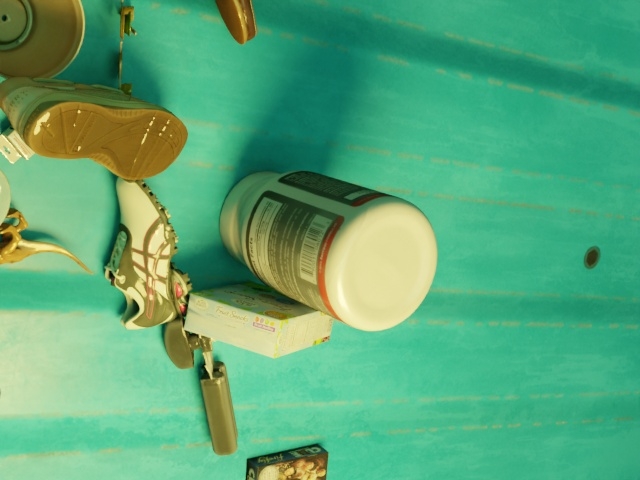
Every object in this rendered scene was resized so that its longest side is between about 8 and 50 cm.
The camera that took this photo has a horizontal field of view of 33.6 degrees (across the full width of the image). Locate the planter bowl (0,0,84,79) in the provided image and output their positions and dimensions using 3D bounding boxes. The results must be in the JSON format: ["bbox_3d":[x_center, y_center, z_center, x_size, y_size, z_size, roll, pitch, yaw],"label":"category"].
[{"bbox_3d":[-0.425,-0.307,1.476,0.162,0.109,0.162,-13,113,-34],"label":"planter bowl"}]

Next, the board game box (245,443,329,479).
[{"bbox_3d":[-0.070,0.523,2.033,0.165,0.042,0.243,-5,107,-36],"label":"board game box"}]

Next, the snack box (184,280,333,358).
[{"bbox_3d":[-0.097,0.128,1.765,0.207,0.174,0.070,-11,113,-64],"label":"snack box"}]

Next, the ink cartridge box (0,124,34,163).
[{"bbox_3d":[-0.434,-0.154,1.567,0.083,0.028,0.048,-46,125,-16],"label":"ink cartridge box"}]

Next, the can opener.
[{"bbox_3d":[-0.201,0.245,1.848,0.093,0.074,0.281,-11,113,3],"label":"can opener"}]

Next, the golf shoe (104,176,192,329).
[{"bbox_3d":[-0.287,0.020,1.686,0.120,0.105,0.273,-24,116,-21],"label":"golf shoe"}]

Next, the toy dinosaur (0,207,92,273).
[{"bbox_3d":[-0.455,0.011,1.593,0.211,0.064,0.112,-12,129,-24],"label":"toy dinosaur"}]

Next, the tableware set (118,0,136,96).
[{"bbox_3d":[-0.291,-0.283,1.597,0.024,0.104,0.154,1,80,-12],"label":"tableware set"}]

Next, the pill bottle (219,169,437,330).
[{"bbox_3d":[0.000,0.000,1.723,0.210,0.363,0.210,-11,110,-33],"label":"pill bottle"}]

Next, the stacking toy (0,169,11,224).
[{"bbox_3d":[-0.568,-0.076,1.390,0.279,0.130,0.309,-41,135,-17],"label":"stacking toy"}]

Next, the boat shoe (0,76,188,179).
[{"bbox_3d":[-0.318,-0.174,1.532,0.122,0.110,0.341,-55,155,11],"label":"boat shoe"}]

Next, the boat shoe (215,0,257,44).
[{"bbox_3d":[-0.137,-0.417,1.682,0.073,0.073,0.207,-32,121,-23],"label":"boat shoe"}]
